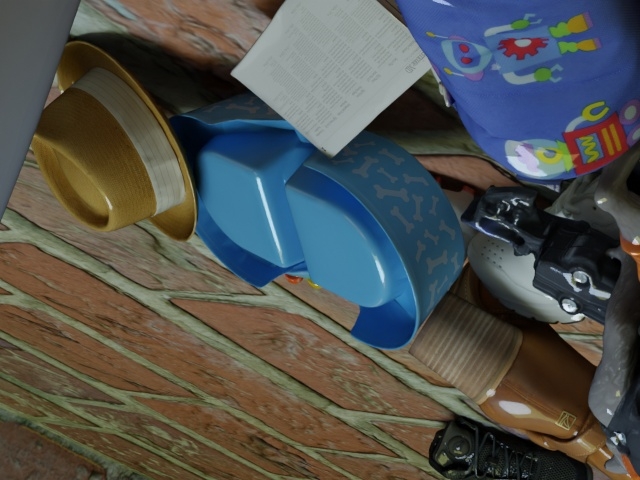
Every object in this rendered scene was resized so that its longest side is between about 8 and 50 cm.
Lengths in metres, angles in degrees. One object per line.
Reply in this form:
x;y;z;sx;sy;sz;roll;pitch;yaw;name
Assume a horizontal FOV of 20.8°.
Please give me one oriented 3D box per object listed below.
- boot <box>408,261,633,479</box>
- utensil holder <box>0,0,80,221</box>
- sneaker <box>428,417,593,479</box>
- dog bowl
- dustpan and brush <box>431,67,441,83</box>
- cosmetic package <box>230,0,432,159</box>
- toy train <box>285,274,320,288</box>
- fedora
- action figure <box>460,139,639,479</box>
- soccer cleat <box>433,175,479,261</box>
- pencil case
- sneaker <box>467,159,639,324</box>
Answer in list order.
0.197;0.109;1.493;0.220;0.109;0.283;33;-173;5;boot
-0.367;-0.081;1.207;0.328;0.385;0.327;16;163;5;utensil holder
0.231;0.289;2.231;0.228;0.087;0.130;11;168;40;sneaker
-0.006;-0.026;1.367;0.297;0.074;0.166;24;141;43;dog bowl
0.154;-0.086;1.237;0.147;0.060;0.211;25;159;20;dustpan and brush
0.021;-0.134;1.159;0.099;0.060;0.239;43;160;-4;cosmetic package
0.000;0.000;1.659;0.125;0.046;0.166;31;156;-32;toy train
-0.180;-0.068;1.432;0.194;0.079;0.194;42;151;30;fedora
0.218;0.065;1.176;0.341;0.178;0.330;25;152;21;action figure
0.038;-0.030;1.468;0.196;0.076;0.068;17;163;5;soccer cleat
0.090;-0.142;0.897;0.133;0.119;0.306;-13;151;18;pencil case
0.224;-0.013;1.335;0.297;0.111;0.129;-8;134;46;sneaker
